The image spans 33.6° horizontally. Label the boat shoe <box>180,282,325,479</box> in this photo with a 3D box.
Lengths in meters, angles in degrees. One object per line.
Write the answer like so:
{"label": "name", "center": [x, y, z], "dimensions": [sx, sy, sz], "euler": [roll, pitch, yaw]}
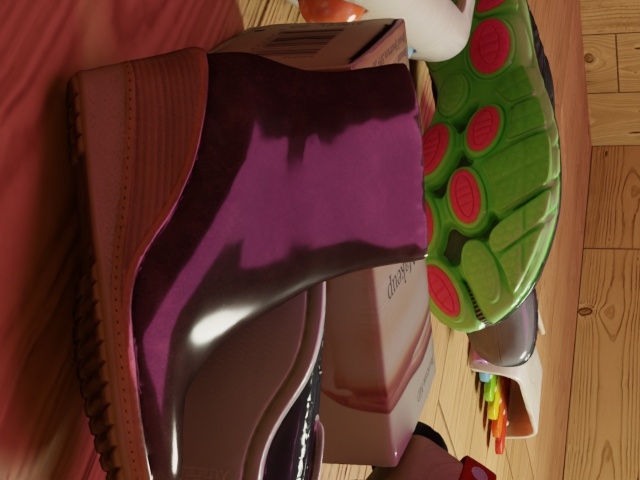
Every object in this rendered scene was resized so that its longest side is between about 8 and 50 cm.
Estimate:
{"label": "boat shoe", "center": [-0.053, 0.121, 0.673], "dimensions": [0.091, 0.114, 0.302], "euler": [33, 72, -67]}

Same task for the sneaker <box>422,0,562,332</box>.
{"label": "sneaker", "center": [0.203, -0.109, 1.196], "dimensions": [0.202, 0.185, 0.482], "euler": [45, 42, -44]}

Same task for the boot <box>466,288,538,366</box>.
{"label": "boot", "center": [0.203, 0.020, 1.427], "dimensions": [0.223, 0.118, 0.338], "euler": [-9, 88, -68]}

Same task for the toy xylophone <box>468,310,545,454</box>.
{"label": "toy xylophone", "center": [0.321, 0.203, 1.784], "dimensions": [0.322, 0.081, 0.236], "euler": [69, 29, -47]}

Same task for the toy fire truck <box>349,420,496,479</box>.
{"label": "toy fire truck", "center": [0.093, 0.299, 0.801], "dimensions": [0.217, 0.246, 0.158], "euler": [-56, 178, 30]}

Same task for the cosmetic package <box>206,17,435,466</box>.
{"label": "cosmetic package", "center": [0.000, 0.000, 0.777], "dimensions": [0.153, 0.129, 0.296], "euler": [-56, 142, -60]}

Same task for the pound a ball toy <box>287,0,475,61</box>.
{"label": "pound a ball toy", "center": [0.070, -0.214, 0.848], "dimensions": [0.319, 0.208, 0.135], "euler": [3, 99, -72]}

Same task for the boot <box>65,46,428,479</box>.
{"label": "boot", "center": [-0.029, 0.015, 0.589], "dimensions": [0.090, 0.207, 0.248], "euler": [168, -81, -67]}
